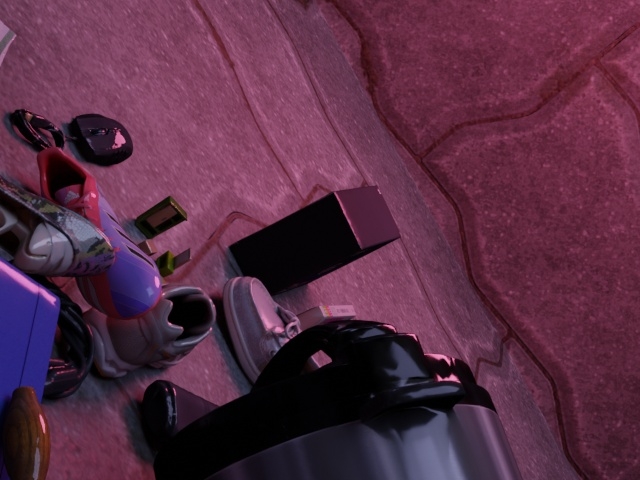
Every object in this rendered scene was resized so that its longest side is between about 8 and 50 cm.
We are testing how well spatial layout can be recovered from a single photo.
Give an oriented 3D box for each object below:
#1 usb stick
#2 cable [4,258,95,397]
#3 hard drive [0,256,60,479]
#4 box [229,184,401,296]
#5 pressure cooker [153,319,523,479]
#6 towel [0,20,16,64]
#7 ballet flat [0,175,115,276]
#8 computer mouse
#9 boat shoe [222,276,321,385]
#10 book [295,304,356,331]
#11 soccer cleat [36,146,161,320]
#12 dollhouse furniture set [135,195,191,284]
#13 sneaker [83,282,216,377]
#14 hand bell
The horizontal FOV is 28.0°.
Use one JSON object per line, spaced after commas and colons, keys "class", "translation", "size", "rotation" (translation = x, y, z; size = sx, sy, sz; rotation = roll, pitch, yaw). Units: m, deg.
{"class": "usb stick", "translation": [-0.116, 0.231, 1.505], "size": [0.278, 0.045, 0.077], "rotation": [39, 29, -53]}
{"class": "cable", "translation": [-0.285, 0.085, 1.261], "size": [0.150, 0.047, 0.184], "rotation": [56, 14, 8]}
{"class": "hard drive", "translation": [-0.340, 0.066, 1.024], "size": [0.318, 0.040, 0.210], "rotation": [44, 41, -45]}
{"class": "box", "translation": [0.000, 0.000, 1.985], "size": [0.103, 0.184, 0.261], "rotation": [62, 17, 4]}
{"class": "pressure cooker", "translation": [0.029, 0.297, 1.262], "size": [0.375, 0.369, 0.420], "rotation": [36, 33, -62]}
{"class": "towel", "translation": [-0.414, -0.268, 1.478], "size": [0.152, 0.023, 0.113], "rotation": [52, 18, -27]}
{"class": "ballet flat", "translation": [-0.302, -0.017, 1.248], "size": [0.221, 0.077, 0.079], "rotation": [36, 24, -18]}
{"class": "computer mouse", "translation": [-0.296, -0.134, 1.581], "size": [0.071, 0.041, 0.242], "rotation": [65, 17, 9]}
{"class": "boat shoe", "translation": [-0.026, 0.183, 1.748], "size": [0.320, 0.103, 0.118], "rotation": [62, 16, 1]}
{"class": "book", "translation": [-0.012, 0.126, 1.896], "size": [0.035, 0.096, 0.144], "rotation": [64, 16, 11]}
{"class": "soccer cleat", "translation": [-0.244, -0.007, 1.370], "size": [0.248, 0.083, 0.095], "rotation": [52, -10, 45]}
{"class": "dollhouse furniture set", "translation": [-0.197, 0.016, 1.595], "size": [0.076, 0.058, 0.152], "rotation": [50, 20, -33]}
{"class": "sneaker", "translation": [-0.159, 0.092, 1.454], "size": [0.262, 0.121, 0.099], "rotation": [-23, 96, -72]}
{"class": "hand bell", "translation": [-0.231, 0.223, 1.021], "size": [0.126, 0.126, 0.242], "rotation": [43, 26, -46]}
